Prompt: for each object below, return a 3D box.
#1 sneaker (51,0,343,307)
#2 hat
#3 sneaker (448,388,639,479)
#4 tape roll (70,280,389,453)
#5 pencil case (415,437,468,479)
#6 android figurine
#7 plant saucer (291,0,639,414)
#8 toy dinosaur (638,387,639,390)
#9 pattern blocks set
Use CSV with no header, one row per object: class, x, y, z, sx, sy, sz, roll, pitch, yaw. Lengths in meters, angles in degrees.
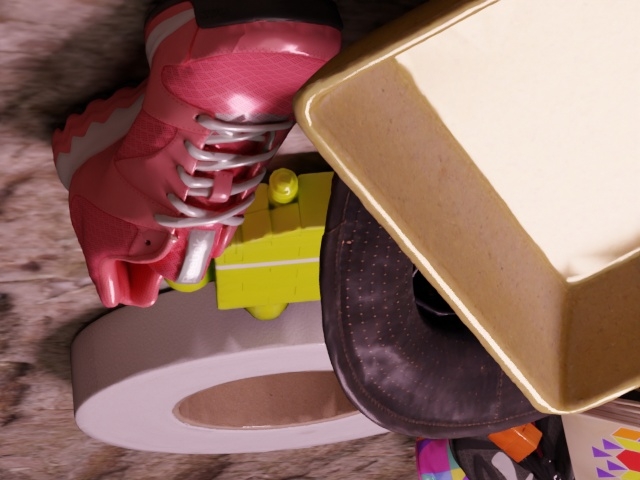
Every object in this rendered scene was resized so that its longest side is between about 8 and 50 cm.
sneaker,-0.067,-0.048,1.165,0.116,0.136,0.314,2,160,-27
hat,0.105,-0.030,1.228,0.331,0.331,0.134,10,-165,-39
sneaker,0.255,0.200,1.900,0.185,0.202,0.483,0,160,-15
tape roll,-0.036,0.119,1.770,0.392,0.072,0.392,-6,162,-2
pencil case,0.228,0.247,2.196,0.236,0.104,0.104,-11,161,17
android figurine,0.000,0.000,1.454,0.248,0.056,0.273,-5,162,-2
plant saucer,0.198,-0.075,1.062,0.332,0.081,0.333,-27,133,16
toy dinosaur,0.309,0.083,1.593,0.322,0.164,0.218,2,151,-5
pattern blocks set,0.283,0.187,1.645,0.285,0.026,0.325,16,151,14
